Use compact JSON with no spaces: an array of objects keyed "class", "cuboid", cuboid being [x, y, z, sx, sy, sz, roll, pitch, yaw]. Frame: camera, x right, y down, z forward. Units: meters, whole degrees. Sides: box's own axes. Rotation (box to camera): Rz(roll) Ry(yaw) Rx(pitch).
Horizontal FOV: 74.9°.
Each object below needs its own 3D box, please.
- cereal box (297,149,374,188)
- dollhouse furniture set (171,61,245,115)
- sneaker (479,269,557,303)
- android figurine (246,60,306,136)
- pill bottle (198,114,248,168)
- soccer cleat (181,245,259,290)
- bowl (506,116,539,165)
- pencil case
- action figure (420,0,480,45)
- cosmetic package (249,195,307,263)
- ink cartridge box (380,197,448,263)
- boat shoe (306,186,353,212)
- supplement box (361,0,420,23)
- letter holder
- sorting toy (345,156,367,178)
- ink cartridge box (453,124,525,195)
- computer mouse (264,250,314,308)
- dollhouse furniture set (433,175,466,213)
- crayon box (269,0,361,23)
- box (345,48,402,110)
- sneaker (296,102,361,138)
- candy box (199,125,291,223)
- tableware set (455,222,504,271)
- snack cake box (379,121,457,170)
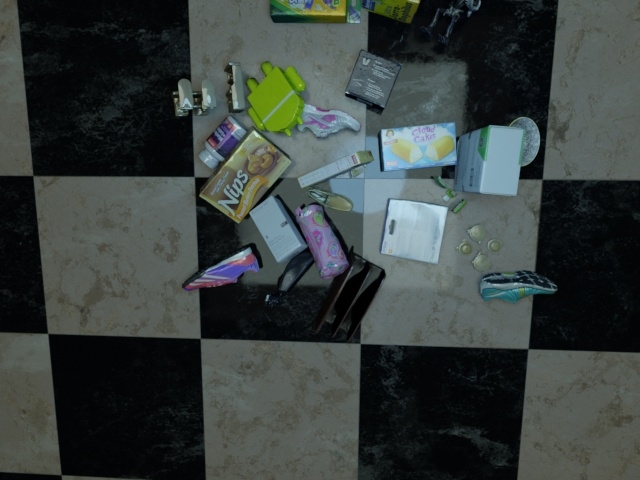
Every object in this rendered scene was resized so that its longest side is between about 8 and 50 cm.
[{"class":"cereal box","cuboid":[0.057,-0.255,1.489,0.240,0.173,0.047,-20,95,26]},{"class":"dollhouse furniture set","cuboid":[-0.406,-0.544,1.497,0.241,0.212,0.161,-8,101,-22]},{"class":"sneaker","cuboid":[0.750,0.182,1.597,0.275,0.107,0.110,-1,118,9]},{"class":"android figurine","cuboid":[-0.159,-0.506,1.517,0.248,0.056,0.273,-40,77,24]},{"class":"pill bottle","cuboid":[-0.364,-0.364,1.566,0.108,0.108,0.193,44,98,-3]},{"class":"soccer cleat","cuboid":[-0.395,0.138,1.649,0.318,0.108,0.117,-27,100,5]},{"class":"bowl","cuboid":[0.695,-0.352,1.502,0.170,0.080,0.170,-4,101,-22]},{"class":"pencil case","cuboid":[0.000,0.000,1.542,0.124,0.124,0.284,-27,69,7]},{"class":"action figure","cuboid":[0.471,-0.819,1.430,0.164,0.141,0.276,34,101,10]},{"class":"cosmetic package","cuboid":[-0.159,-0.041,1.576,0.117,0.085,0.231,-36,75,10]},{"class":"ink cartridge box","cuboid":[0.355,-0.038,1.594,0.223,0.045,0.224,11,99,13]},{"class":"boat shoe","cuboid":[0.034,-0.151,1.590,0.189,0.072,0.068,17,99,1]},{"class":"supplement box","cuboid":[0.284,-0.961,1.392,0.195,0.194,0.357,18,100,1]},{"class":"letter holder","cuboid":[0.113,0.226,1.570,0.152,0.214,0.302,28,99,-1]},{"class":"sorting toy","cuboid":[0.137,-0.283,1.582,0.075,0.045,0.083,-18,97,-1]},{"class":"ink cartridge box","cuboid":[0.565,-0.266,1.431,0.121,0.289,0.211,4,99,0]},{"class":"computer mouse","cuboid":[-0.119,0.135,1.610,0.072,0.188,0.272,41,89,10]},{"class":"dollhouse furniture set","cuboid":[0.467,-0.173,1.558,0.151,0.076,0.058,42,101,-4]},{"class":"crayon box","cuboid":[-0.014,-0.889,1.478,0.322,0.083,0.203,2,99,3]},{"class":"box","cuboid":[0.188,-0.574,1.507,0.155,0.093,0.158,22,100,0]},{"class":"sneaker","cuboid":[0.024,-0.426,1.543,0.252,0.103,0.111,14,101,10]},{"class":"candy box","cuboid":[-0.279,-0.240,1.553,0.183,0.088,0.316,37,104,-26]},{"class":"tableware set","cuboid":[0.612,0.028,1.607,0.168,0.020,0.141,40,100,-3]},{"class":"snack cake box","cuboid":[0.354,-0.341,1.533,0.264,0.089,0.152,-5,99,4]}]
